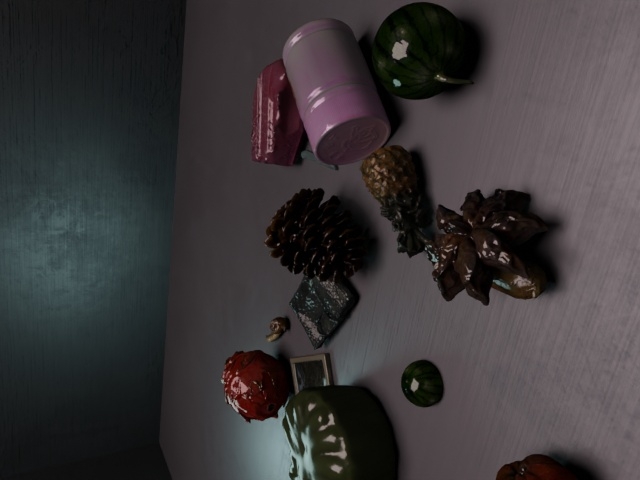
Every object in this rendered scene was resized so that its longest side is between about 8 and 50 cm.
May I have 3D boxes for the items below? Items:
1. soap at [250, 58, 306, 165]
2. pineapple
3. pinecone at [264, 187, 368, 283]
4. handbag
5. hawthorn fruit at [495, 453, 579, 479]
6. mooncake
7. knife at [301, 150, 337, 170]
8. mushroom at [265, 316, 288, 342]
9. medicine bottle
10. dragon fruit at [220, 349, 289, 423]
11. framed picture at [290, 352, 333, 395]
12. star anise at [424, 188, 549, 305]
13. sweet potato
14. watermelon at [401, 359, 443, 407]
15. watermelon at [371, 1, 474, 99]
[{"bbox_3d":[-0.132,-0.402,1.659,0.220,0.127,0.325,15,104,58],"label":"soap"},{"bbox_3d":[0.180,-0.086,1.169,0.128,0.128,0.248,-41,63,53],"label":"pineapple"},{"bbox_3d":[0.002,-0.002,1.381,0.292,0.246,0.246,37,125,34],"label":"pinecone"},{"bbox_3d":[0.005,0.188,1.518,0.175,0.088,0.270,58,139,29],"label":"handbag"},{"bbox_3d":[0.377,0.464,0.852,0.162,0.162,0.204,-37,79,55],"label":"hawthorn fruit"},{"bbox_3d":[0.034,0.559,1.368,0.351,0.187,0.351,-3,86,56],"label":"mooncake"},{"bbox_3d":[-0.005,-0.243,1.563,0.210,0.015,0.028,31,112,54],"label":"knife"},{"bbox_3d":[-0.166,0.323,1.836,0.060,0.061,0.187,67,148,23],"label":"mushroom"},{"bbox_3d":[0.035,-0.369,1.302,0.202,0.202,0.316,-47,52,50],"label":"medicine bottle"},{"bbox_3d":[-0.224,0.492,1.782,0.252,0.241,0.241,6,97,48],"label":"dragon fruit"},{"bbox_3d":[-0.014,0.521,1.623,0.240,0.020,0.324,-25,71,57],"label":"framed picture"},{"bbox_3d":[0.271,-0.003,0.933,0.236,0.109,0.223,-2,63,60],"label":"star anise"},{"bbox_3d":[0.314,0.054,0.986,0.273,0.075,0.075,18,107,61],"label":"sweet potato"},{"bbox_3d":[0.219,0.322,1.171,0.105,0.062,0.106,-16,70,54],"label":"watermelon"},{"bbox_3d":[0.199,-0.369,1.038,0.188,0.188,0.215,-60,37,43],"label":"watermelon"}]
